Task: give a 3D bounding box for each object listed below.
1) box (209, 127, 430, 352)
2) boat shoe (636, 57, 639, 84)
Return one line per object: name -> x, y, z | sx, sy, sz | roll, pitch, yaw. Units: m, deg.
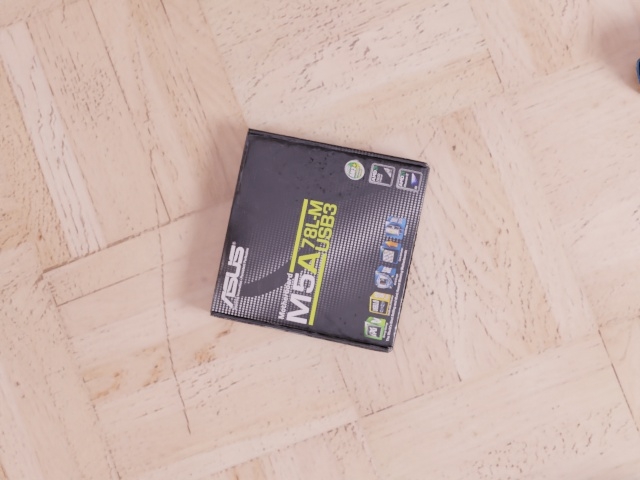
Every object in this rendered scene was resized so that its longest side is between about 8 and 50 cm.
box -> 0.000, 0.000, 1.281 | 0.184, 0.045, 0.190 | 12, 89, 4
boat shoe -> 0.430, -0.174, 1.216 | 0.258, 0.089, 0.109 | -20, 86, 5
